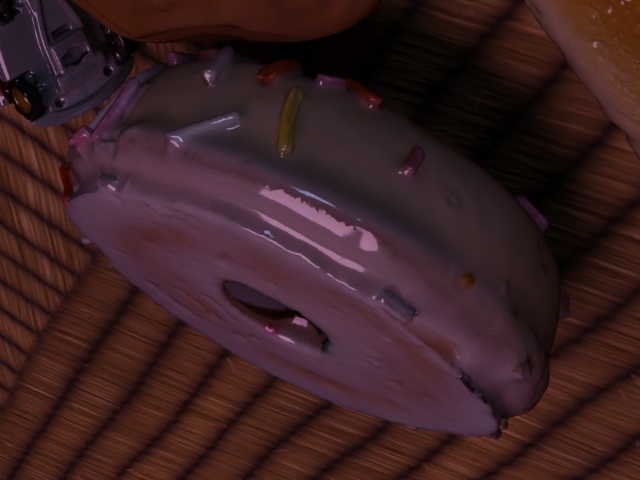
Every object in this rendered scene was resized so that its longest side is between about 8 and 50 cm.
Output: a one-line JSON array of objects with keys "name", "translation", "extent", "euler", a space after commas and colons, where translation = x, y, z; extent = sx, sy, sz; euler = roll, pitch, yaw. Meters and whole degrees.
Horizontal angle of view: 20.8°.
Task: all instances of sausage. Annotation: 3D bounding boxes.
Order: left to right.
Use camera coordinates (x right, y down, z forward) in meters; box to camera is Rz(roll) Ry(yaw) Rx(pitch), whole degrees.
[{"name": "sausage", "translation": [-0.070, -0.190, 1.130], "extent": [0.241, 0.120, 0.136], "euler": [6, 133, 33]}]

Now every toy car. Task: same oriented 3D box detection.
[{"name": "toy car", "translation": [-0.219, -0.164, 1.311], "extent": [0.112, 0.112, 0.139], "euler": [16, 135, 50]}]

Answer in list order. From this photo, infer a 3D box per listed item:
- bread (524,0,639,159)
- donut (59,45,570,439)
[{"name": "bread", "translation": [0.207, -0.132, 0.955], "extent": [0.173, 0.121, 0.311], "euler": [7, 153, 39]}, {"name": "donut", "translation": [0.000, 0.000, 1.238], "extent": [0.383, 0.142, 0.382], "euler": [25, 162, 9]}]
